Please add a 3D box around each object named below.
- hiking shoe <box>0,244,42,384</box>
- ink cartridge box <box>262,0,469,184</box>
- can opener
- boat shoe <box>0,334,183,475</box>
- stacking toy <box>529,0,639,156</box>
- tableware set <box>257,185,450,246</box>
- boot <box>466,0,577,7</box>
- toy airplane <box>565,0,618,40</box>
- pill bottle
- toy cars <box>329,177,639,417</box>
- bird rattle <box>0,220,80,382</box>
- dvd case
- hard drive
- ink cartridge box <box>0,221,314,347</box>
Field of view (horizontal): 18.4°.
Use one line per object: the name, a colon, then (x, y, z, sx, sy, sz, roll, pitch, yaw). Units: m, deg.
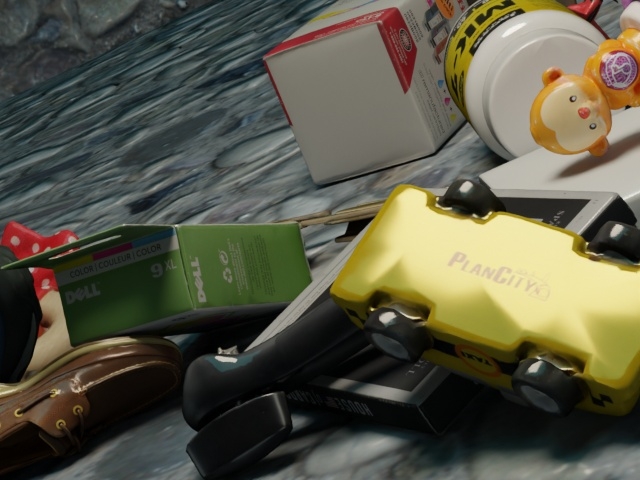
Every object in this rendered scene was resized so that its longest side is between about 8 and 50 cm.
hiking shoe: (-0.315, 0.115, 1.343, 0.304, 0.113, 0.132, -39, -7, 19)
ink cartridge box: (0.057, -0.150, 1.758, 0.127, 0.128, 0.176, -15, 17, 30)
can opener: (-0.007, 0.065, 1.140, 0.186, 0.073, 0.059, -37, -13, 18)
boat shoe: (-0.172, 0.118, 1.316, 0.178, 0.064, 0.060, -20, 48, -1)
stacking toy: (0.258, -0.158, 1.299, 0.302, 0.175, 0.166, -37, 13, -7)
tableware set: (0.000, 0.000, 1.485, 0.194, 0.039, 0.128, -11, 3, 25)
boot: (0.132, -0.203, 1.903, 0.305, 0.112, 0.115, -14, 6, 42)
toy airplane: (0.192, -0.159, 1.668, 0.151, 0.151, 0.028, -28, 55, -15)
pill bottle: (0.162, -0.121, 1.501, 0.119, 0.119, 0.208, -24, 14, 2)
toy cars: (0.203, 0.007, 1.019, 0.393, 0.087, 0.176, -20, 49, 11)
bird rattle: (-0.252, 0.086, 1.514, 0.253, 0.143, 0.207, -17, 21, -28)
dvd case: (0.061, 0.036, 1.195, 0.179, 0.029, 0.238, -45, 20, -20)
hard drive: (0.268, -0.072, 1.308, 0.307, 0.040, 0.203, -24, 14, 0)
ink cartridge box: (-0.106, 0.030, 1.348, 0.109, 0.062, 0.209, -16, -8, 30)
